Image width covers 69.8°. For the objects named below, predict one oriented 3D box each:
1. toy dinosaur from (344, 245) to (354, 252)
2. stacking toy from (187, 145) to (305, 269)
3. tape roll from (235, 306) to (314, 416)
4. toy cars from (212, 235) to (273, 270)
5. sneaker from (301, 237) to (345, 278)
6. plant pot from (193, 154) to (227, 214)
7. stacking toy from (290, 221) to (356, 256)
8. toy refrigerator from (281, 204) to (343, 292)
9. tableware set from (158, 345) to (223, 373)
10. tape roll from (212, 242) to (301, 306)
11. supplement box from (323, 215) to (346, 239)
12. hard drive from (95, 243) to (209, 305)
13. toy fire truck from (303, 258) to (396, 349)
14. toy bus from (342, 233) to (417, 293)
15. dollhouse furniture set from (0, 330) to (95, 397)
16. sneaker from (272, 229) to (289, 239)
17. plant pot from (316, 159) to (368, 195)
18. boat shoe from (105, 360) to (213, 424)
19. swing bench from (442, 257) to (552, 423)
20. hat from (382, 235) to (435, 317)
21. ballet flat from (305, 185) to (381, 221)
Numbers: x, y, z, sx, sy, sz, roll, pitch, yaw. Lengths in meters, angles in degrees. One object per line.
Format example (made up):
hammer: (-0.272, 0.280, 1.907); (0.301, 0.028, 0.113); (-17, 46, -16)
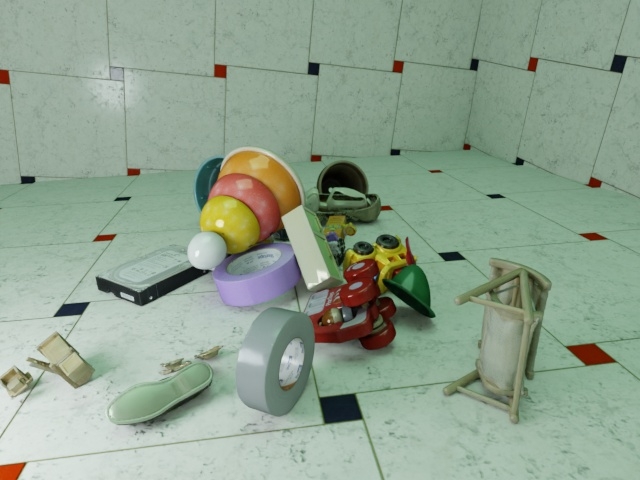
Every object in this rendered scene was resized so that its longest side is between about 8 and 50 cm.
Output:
toy dinosaur: (0.095, 0.042, 1.783); (0.082, 0.047, 0.090); (-18, 31, 7)
stacking toy: (-0.292, -0.068, 1.550); (0.350, 0.351, 0.480); (8, 41, 24)
tape roll: (-0.090, 0.256, 0.984); (0.072, 0.219, 0.219); (8, 23, 25)
toy cars: (-0.296, 0.022, 1.700); (0.176, 0.087, 0.393); (30, 25, 35)
sneaker: (-0.009, 0.055, 1.670); (0.118, 0.107, 0.279); (8, 22, 36)
plant pot: (-0.359, -0.238, 2.182); (0.341, 0.341, 0.334); (11, 16, 28)
stacking toy: (0.000, 0.000, 1.621); (0.221, 0.052, 0.167); (-4, 25, 27)
toy refrigerator: (-0.023, 0.026, 1.474); (0.094, 0.270, 0.102); (-31, -27, 18)
tableware set: (-0.313, 0.287, 1.116); (0.168, 0.020, 0.141); (-17, -4, -30)
tape roll: (-0.204, 0.104, 1.489); (0.274, 0.090, 0.275); (-13, 20, 5)
supplement box: (0.062, -0.034, 1.928); (0.078, 0.080, 0.233); (0, 23, 8)
hard drive: (-0.569, 0.108, 1.616); (0.236, 0.064, 0.339); (13, 24, 31)
toy fire truck: (0.062, 0.194, 1.265); (0.253, 0.169, 0.302); (-21, 15, 17)
toy bus: (0.212, 0.103, 1.507); (0.220, 0.150, 0.211); (-14, 40, -25)
dollhouse furniture set: (-0.615, 0.329, 1.054); (0.181, 0.101, 0.161); (19, 54, 42)
sneaker: (-0.149, -0.104, 1.995); (0.163, 0.086, 0.226); (-7, 60, -5)
plant pot: (0.082, -0.265, 2.342); (0.262, 0.263, 0.229); (-8, 5, -17)
boat shoe: (-0.343, 0.341, 0.997); (0.227, 0.069, 0.081); (-17, 61, -31)
swing bench: (0.410, 0.209, 1.032); (0.165, 0.253, 0.254); (14, 27, 34)
hat: (0.295, 0.092, 1.337); (0.208, 0.184, 0.173); (36, -10, 14)
ballet flat: (0.043, -0.173, 2.120); (0.482, 0.182, 0.164); (-1, 52, -1)
